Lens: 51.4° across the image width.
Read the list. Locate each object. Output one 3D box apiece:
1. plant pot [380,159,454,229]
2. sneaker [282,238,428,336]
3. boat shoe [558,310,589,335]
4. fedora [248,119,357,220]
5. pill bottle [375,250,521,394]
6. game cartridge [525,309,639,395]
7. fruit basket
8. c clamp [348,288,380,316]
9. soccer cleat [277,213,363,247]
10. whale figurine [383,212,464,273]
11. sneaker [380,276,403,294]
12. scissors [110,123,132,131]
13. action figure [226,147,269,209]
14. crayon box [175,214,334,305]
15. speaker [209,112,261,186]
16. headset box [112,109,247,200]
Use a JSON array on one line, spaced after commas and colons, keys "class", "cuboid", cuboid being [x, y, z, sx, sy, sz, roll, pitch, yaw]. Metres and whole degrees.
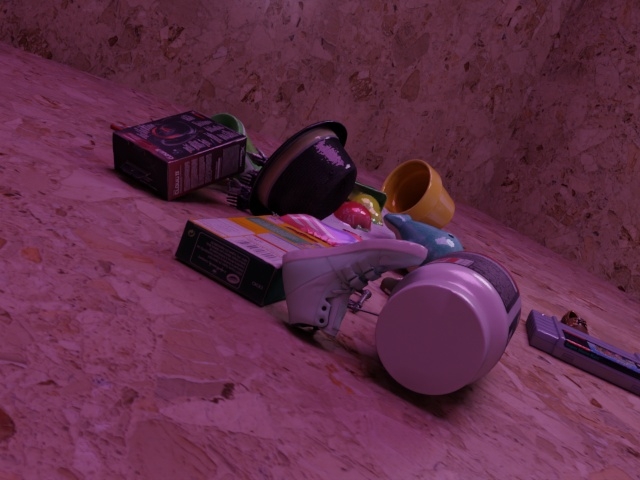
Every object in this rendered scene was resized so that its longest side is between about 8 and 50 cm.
[{"class": "plant pot", "cuboid": [0.407, -0.161, 2.671, 0.239, 0.254, 0.254, 31, 5, -38]}, {"class": "sneaker", "cuboid": [0.059, 0.083, 1.104, 0.255, 0.151, 0.094, -9, -17, 22]}, {"class": "boat shoe", "cuboid": [0.720, 0.245, 1.878, 0.064, 0.060, 0.178, 22, 13, 0]}, {"class": "fedora", "cuboid": [-0.023, -0.146, 1.726, 0.152, 0.334, 0.334, 46, 21, 21]}, {"class": "pill bottle", "cuboid": [0.230, 0.135, 1.164, 0.210, 0.210, 0.363, 26, 13, 18]}, {"class": "game cartridge", "cuboid": [0.700, 0.288, 1.679, 0.355, 0.068, 0.230, 24, 9, 10]}, {"class": "fruit basket", "cuboid": [0.074, -0.076, 2.011, 0.326, 0.165, 0.353, 19, 29, -12]}, {"class": "c clamp", "cuboid": [0.069, 0.120, 1.401, 0.137, 0.022, 0.161, 18, 14, 5]}, {"class": "soccer cleat", "cuboid": [0.000, 0.000, 1.656, 0.247, 0.083, 0.095, 17, 29, -16]}, {"class": "whale figurine", "cuboid": [0.292, 0.003, 1.851, 0.216, 0.141, 0.272, 3, 42, -44]}, {"class": "sneaker", "cuboid": [0.221, 0.111, 1.531, 0.064, 0.086, 0.192, 12, 16, -39]}, {"class": "scissors", "cuboid": [-0.573, -0.327, 2.159, 0.297, 0.021, 0.109, 29, 12, 34]}, {"class": "action figure", "cuboid": [-0.182, -0.178, 1.900, 0.140, 0.164, 0.276, 30, 19, 0]}, {"class": "crayon box", "cuboid": [-0.108, 0.029, 1.327, 0.203, 0.083, 0.323, 27, 14, 20]}, {"class": "speaker", "cuboid": [-0.254, -0.262, 1.976, 0.131, 0.131, 0.296, 25, -11, 15]}, {"class": "headset box", "cuboid": [-0.367, -0.220, 1.692, 0.218, 0.110, 0.293, 28, 37, 29]}]
